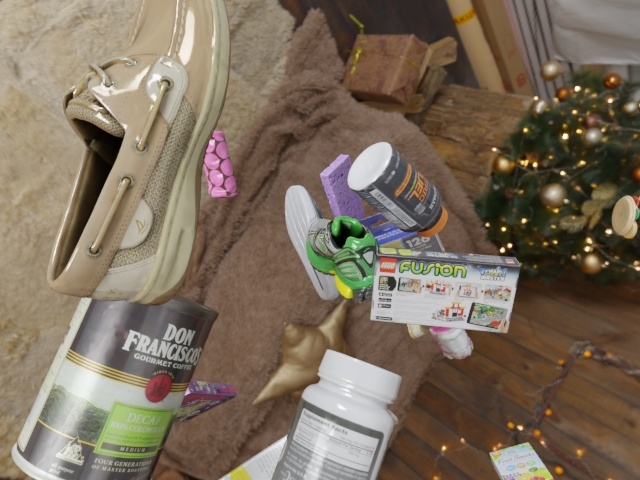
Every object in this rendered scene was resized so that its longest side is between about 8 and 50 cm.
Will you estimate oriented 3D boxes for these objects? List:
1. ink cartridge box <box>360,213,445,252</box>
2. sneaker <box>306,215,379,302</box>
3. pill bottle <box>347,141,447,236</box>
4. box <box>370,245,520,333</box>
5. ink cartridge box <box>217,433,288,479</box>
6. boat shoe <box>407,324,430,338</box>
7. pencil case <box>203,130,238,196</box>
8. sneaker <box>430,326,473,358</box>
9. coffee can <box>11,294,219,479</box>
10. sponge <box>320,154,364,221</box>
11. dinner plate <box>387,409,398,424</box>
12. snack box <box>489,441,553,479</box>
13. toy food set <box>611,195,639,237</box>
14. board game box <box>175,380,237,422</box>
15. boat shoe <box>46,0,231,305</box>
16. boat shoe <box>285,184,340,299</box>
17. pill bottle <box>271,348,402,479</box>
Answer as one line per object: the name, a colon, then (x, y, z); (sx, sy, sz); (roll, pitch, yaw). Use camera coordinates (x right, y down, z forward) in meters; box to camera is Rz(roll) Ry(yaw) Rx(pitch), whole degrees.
ink cartridge box: (0.250, 0.033, 1.664); (0.304, 0.072, 0.307); (-20, 134, 17)
sneaker: (0.057, 0.003, 1.082); (0.134, 0.343, 0.146); (-13, 110, -17)
pill bottle: (0.188, -0.104, 1.130); (0.246, 0.130, 0.130); (35, 84, -30)
box: (0.183, 0.074, 0.744); (0.036, 0.207, 0.114); (-71, 165, -69)
ink cartridge box: (-0.165, 0.633, 1.159); (0.385, 0.160, 0.279); (-30, 153, -14)
boat shoe: (0.205, 0.162, 1.105); (0.050, 0.135, 0.045); (32, 119, -22)
pencil case: (-0.322, -0.230, 1.513); (0.098, 0.095, 0.209); (-14, 106, -7)
sneaker: (0.386, 0.293, 1.450); (0.103, 0.111, 0.252); (-26, 171, 11)
coffee can: (-0.300, 0.204, 0.747); (0.201, 0.202, 0.275); (30, 77, -45)
sponge: (0.068, -0.128, 1.413); (0.117, 0.031, 0.210); (-49, 134, -38)
dinner plate: (0.189, 0.577, 1.629); (0.017, 0.141, 0.141); (-59, 139, -33)
snack box: (0.466, 0.535, 1.144); (0.100, 0.141, 0.037); (-17, 98, 5)
toy food set: (0.610, -0.050, 0.982); (0.083, 0.020, 0.082); (-64, 160, -73)
board game box: (-0.418, 0.503, 1.525); (0.208, 0.056, 0.347); (-31, 157, 2)
boat shoe: (-0.166, -0.115, 0.449); (0.110, 0.122, 0.341); (14, 76, -44)
boat shoe: (0.000, 0.000, 1.386); (0.119, 0.121, 0.335); (-16, 85, -35)
pill bottle: (0.024, 0.336, 0.805); (0.161, 0.161, 0.283); (34, 72, -45)
